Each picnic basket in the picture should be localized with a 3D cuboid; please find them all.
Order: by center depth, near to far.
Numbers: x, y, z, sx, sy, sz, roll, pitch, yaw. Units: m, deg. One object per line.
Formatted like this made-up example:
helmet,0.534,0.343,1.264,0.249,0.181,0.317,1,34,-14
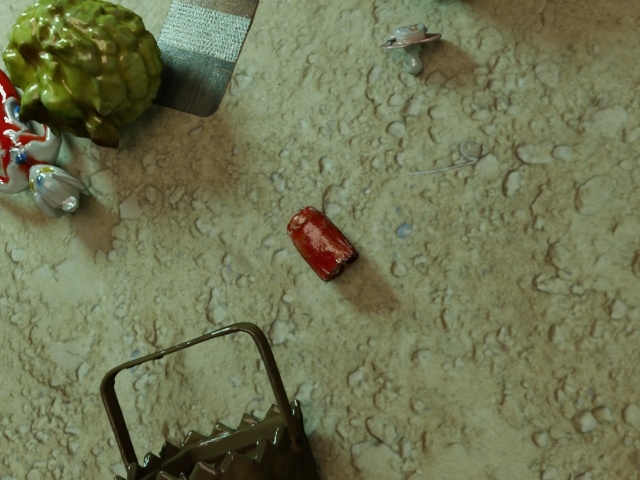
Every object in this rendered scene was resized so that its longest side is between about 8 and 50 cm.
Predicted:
picnic basket,-0.149,0.296,1.007,0.254,0.291,0.321,-21,88,12

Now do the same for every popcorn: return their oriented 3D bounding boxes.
popcorn,-0.399,-0.292,1.218,0.258,0.224,0.270,-41,81,26

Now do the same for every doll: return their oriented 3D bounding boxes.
doll,-0.551,-0.169,1.309,0.384,0.099,0.188,40,93,21

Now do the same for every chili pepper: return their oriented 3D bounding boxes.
chili pepper,0.000,0.000,1.133,0.070,0.073,0.123,-29,72,-35

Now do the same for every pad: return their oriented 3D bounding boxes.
pad,-0.154,-0.331,1.237,0.323,0.055,0.250,17,85,36

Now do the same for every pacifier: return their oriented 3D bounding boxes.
pacifier,0.145,-0.304,1.151,0.099,0.081,0.078,-17,111,-8
